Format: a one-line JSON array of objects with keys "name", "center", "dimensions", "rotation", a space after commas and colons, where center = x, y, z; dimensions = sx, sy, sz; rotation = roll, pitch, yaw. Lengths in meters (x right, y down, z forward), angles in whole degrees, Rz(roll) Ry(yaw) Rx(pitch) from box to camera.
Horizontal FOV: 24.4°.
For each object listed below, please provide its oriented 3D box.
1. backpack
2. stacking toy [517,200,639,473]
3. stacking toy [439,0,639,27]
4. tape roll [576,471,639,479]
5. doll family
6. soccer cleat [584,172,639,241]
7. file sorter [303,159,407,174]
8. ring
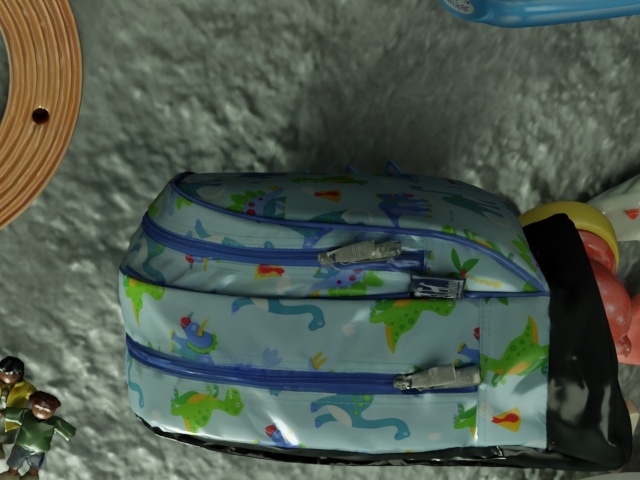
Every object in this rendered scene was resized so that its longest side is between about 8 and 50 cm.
[{"name": "backpack", "center": [0.027, 0.058, 1.109], "dimensions": [0.355, 0.290, 0.273], "rotation": [-12, 103, 7]}, {"name": "stacking toy", "center": [0.271, 0.136, 1.392], "dimensions": [0.309, 0.130, 0.279], "rotation": [18, 120, -23]}, {"name": "stacking toy", "center": [0.180, -0.325, 1.156], "dimensions": [0.165, 0.175, 0.302], "rotation": [-7, 111, -14]}, {"name": "tape roll", "center": [0.319, 0.362, 1.505], "dimensions": [0.286, 0.100, 0.286], "rotation": [2, 130, 3]}, {"name": "doll family", "center": [-0.309, 0.138, 1.286], "dimensions": [0.193, 0.076, 0.111], "rotation": [12, 116, -18]}, {"name": "soccer cleat", "center": [0.332, -0.052, 1.387], "dimensions": [0.196, 0.076, 0.068], "rotation": [-19, 140, 15]}, {"name": "file sorter", "center": [0.000, 0.000, 1.282], "dimensions": [0.170, 0.118, 0.104], "rotation": [-7, 114, -13]}, {"name": "ring", "center": [-0.356, -0.132, 1.164], "dimensions": [0.336, 0.032, 0.337], "rotation": [-6, 116, -13]}]
